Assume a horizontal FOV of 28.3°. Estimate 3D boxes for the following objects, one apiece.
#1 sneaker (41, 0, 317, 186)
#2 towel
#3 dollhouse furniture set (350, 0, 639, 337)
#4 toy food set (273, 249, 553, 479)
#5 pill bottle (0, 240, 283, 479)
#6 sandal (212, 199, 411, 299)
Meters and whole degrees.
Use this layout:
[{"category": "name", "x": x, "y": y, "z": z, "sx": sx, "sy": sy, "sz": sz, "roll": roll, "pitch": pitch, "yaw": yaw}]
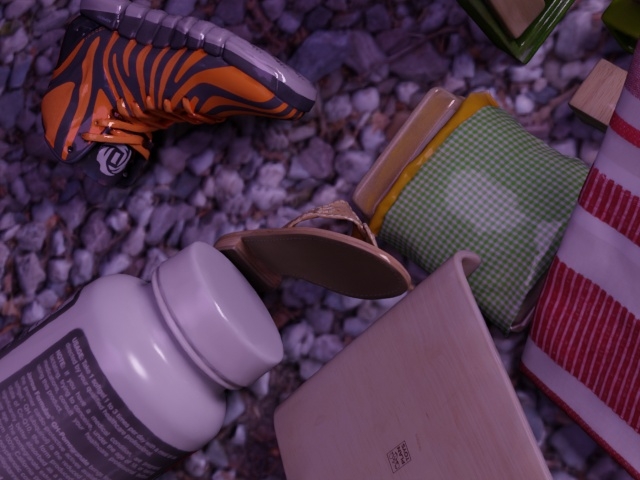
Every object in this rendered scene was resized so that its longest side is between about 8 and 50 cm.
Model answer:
[{"category": "sneaker", "x": -0.150, "y": -0.124, "z": 1.241, "sx": 0.321, "sy": 0.124, "sz": 0.180, "roll": 23, "pitch": 88, "yaw": 40}, {"category": "towel", "x": 0.261, "y": 0.034, "z": 0.900, "sx": 0.237, "sy": 0.037, "sz": 0.329, "roll": 46, "pitch": 134, "yaw": 39}, {"category": "dollhouse furniture set", "x": 0.158, "y": -0.103, "z": 1.055, "sx": 0.197, "sy": 0.151, "sz": 0.301, "roll": 37, "pitch": 91, "yaw": 30}, {"category": "toy food set", "x": 0.089, "y": 0.182, "z": 0.991, "sx": 0.219, "sy": 0.092, "sz": 0.306, "roll": -42, "pitch": 42, "yaw": 23}, {"category": "pill bottle", "x": -0.197, "y": 0.141, "z": 1.127, "sx": 0.318, "sy": 0.176, "sz": 0.176, "roll": -35, "pitch": 62, "yaw": 11}, {"category": "sandal", "x": -0.004, "y": -0.004, "z": 1.121, "sx": 0.240, "sy": 0.088, "sz": 0.079, "roll": -2, "pitch": 47, "yaw": 47}]
